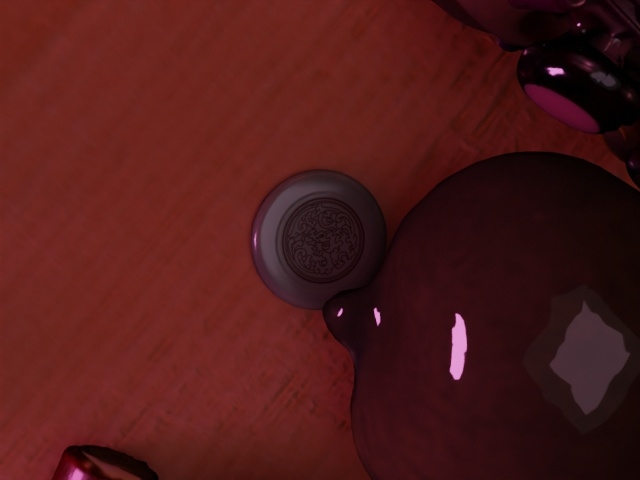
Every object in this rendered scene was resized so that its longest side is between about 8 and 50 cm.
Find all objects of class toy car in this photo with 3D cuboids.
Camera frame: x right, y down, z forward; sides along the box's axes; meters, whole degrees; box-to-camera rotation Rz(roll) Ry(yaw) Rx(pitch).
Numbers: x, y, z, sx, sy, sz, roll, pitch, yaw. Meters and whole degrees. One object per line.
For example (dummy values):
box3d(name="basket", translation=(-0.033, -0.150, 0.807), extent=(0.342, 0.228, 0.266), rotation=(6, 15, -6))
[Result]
box3d(name="toy car", translation=(0.225, -0.184, 0.717), extent=(0.341, 0.240, 0.271), rotation=(35, 87, -29))

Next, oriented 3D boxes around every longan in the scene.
box3d(name="longan", translation=(0.147, 0.084, 0.715), extent=(0.300, 0.243, 0.300), rotation=(0, 88, 2))

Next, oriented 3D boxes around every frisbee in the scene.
box3d(name="frisbee", translation=(0.000, 0.000, 0.778), extent=(0.110, 0.014, 0.110), rotation=(-2, 96, -17))

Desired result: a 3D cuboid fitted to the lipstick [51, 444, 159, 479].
box3d(name="lipstick", translation=(-0.194, 0.265, 0.714), extent=(0.080, 0.080, 0.241), rotation=(25, 88, -18))
